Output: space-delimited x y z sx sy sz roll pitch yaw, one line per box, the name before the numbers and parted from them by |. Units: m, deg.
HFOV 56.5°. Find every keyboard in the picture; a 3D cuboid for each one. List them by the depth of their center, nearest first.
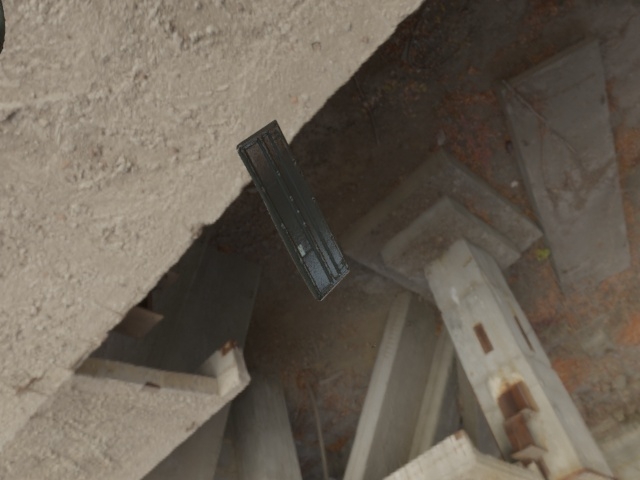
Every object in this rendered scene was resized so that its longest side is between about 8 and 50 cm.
keyboard | -0.008 0.003 0.922 0.041 0.103 0.381 -14 112 48

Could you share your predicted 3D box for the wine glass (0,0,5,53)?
wine glass | -0.401 -0.203 0.527 0.202 0.093 0.093 4 134 1
